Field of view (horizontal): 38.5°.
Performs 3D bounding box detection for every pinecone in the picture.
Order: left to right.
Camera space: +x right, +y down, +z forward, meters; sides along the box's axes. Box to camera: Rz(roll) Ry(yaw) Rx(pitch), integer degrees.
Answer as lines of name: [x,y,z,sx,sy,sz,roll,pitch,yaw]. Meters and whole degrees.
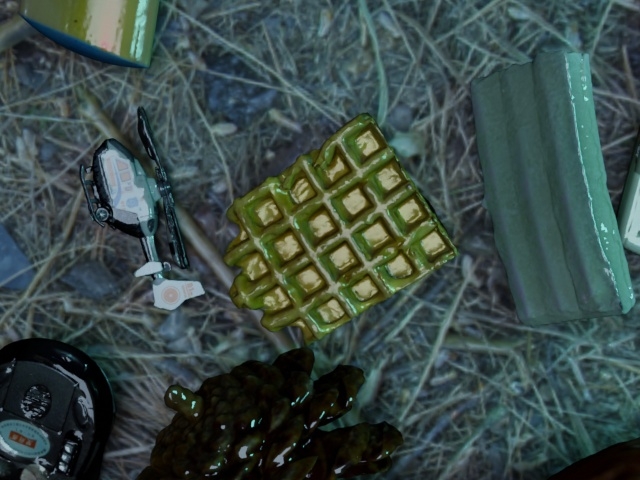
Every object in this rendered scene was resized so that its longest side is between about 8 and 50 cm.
pinecone: [-0.028,0.235,0.813,0.244,0.244,0.309,-26,106,9]

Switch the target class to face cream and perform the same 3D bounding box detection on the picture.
face cream: [-0.203,-0.313,0.861,0.139,0.067,0.285,11,96,9]

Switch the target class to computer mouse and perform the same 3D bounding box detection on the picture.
computer mouse: [-0.277,0.201,0.901,0.137,0.096,0.233,25,102,10]

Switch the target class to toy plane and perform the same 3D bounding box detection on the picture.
toy plane: [-0.177,-0.025,0.890,0.078,0.053,0.197,-18,88,0]

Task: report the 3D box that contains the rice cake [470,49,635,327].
rice cake: [0.201,-0.041,0.812,0.043,0.127,0.237,-13,90,-36]

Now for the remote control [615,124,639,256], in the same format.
remote control: [0.366,-0.139,0.804,0.145,0.050,0.344,14,97,7]

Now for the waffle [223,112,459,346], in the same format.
waffle: [0.000,0.000,0.865,0.210,0.055,0.160,-32,90,10]

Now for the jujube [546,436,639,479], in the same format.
jujube: [0.255,0.350,0.757,0.276,0.276,0.377,12,100,7]
